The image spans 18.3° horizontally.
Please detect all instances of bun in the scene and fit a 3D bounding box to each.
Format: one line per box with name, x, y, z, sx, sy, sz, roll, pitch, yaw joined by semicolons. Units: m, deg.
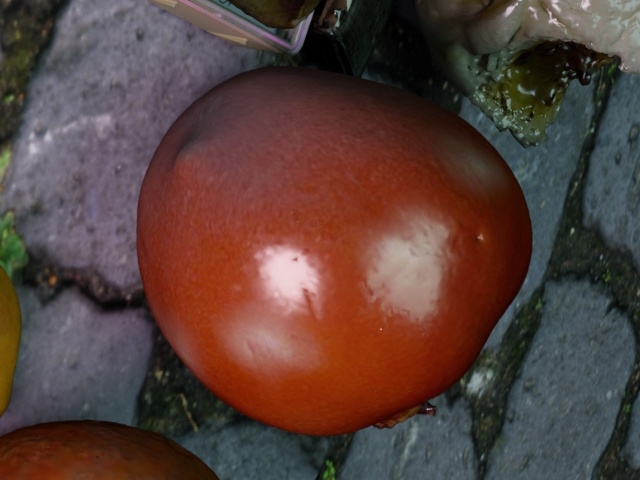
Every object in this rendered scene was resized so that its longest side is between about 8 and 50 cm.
bun;0.195;-0.245;1.822;0.205;0.281;0.281;14;92;-43

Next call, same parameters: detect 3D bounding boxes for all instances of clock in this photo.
clock;-0.073;-0.244;1.620;0.192;0.071;0.147;23;84;-54

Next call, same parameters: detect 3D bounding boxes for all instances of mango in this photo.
mango;-0.269;0.074;1.496;0.101;0.066;0.187;-40;140;-36

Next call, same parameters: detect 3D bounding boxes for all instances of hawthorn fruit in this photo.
hawthorn fruit;-0.172;0.260;1.546;0.298;0.277;0.277;-46;139;-60

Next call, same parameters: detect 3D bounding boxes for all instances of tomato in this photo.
tomato;0.000;0.000;1.615;0.321;0.321;0.321;-23;121;-46

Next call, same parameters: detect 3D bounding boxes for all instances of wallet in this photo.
wallet;0.075;-0.300;1.762;0.169;0.044;0.317;63;49;-77

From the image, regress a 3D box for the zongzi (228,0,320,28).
zongzi;0.049;-0.418;1.409;0.432;0.208;0.403;-52;171;-31
